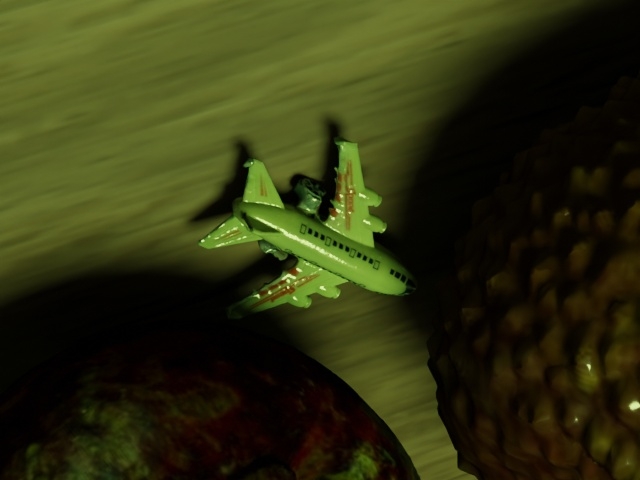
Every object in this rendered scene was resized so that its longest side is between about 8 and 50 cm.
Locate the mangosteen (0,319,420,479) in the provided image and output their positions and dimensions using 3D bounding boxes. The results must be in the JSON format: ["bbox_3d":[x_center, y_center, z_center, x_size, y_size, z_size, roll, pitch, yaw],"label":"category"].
[{"bbox_3d":[-0.073,0.165,0.737,0.231,0.231,0.289,-2,158,-20],"label":"mangosteen"}]

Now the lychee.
[{"bbox_3d":[0.187,0.034,0.710,0.267,0.267,0.267,-11,128,-14],"label":"lychee"}]

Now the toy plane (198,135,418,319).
[{"bbox_3d":[0.000,0.000,0.734,0.111,0.040,0.102,21,117,-33],"label":"toy plane"}]
